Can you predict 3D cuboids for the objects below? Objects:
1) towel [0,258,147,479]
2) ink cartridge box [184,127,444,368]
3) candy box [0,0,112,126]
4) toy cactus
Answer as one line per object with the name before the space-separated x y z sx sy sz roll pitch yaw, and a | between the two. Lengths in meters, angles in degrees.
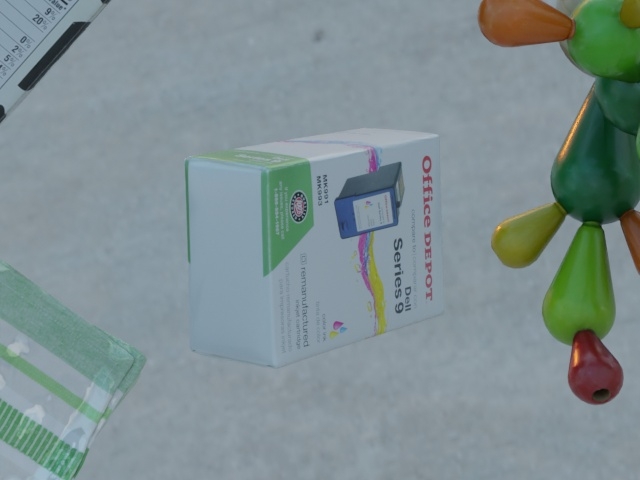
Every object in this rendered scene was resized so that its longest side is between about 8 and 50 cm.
towel | -0.343 0.200 1.775 0.038 0.248 0.325 6 63 56
ink cartridge box | 0.000 0.000 1.372 0.093 0.154 0.212 7 13 39
candy box | -0.136 -0.096 0.721 0.233 0.071 0.159 -43 13 25
toy cactus | 0.110 -0.065 0.671 0.112 0.219 0.180 -1 30 0
